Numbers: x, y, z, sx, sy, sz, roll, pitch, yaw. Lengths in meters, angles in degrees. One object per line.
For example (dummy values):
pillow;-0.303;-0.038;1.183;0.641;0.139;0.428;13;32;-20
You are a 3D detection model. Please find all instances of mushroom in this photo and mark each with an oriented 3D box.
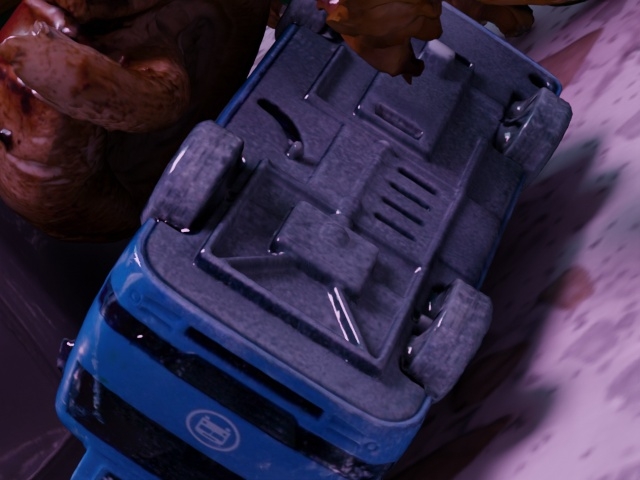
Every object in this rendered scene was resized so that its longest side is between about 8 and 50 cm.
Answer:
mushroom;-0.075;-0.062;0.606;0.170;0.080;0.135;-22;-49;-82

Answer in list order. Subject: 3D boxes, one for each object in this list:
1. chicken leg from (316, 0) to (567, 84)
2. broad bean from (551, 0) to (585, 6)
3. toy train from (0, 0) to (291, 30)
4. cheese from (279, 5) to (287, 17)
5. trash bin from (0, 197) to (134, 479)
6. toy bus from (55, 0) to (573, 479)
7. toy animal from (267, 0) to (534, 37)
chicken leg;0.130;-0.170;0.460;0.409;0.295;0.182;-17;6;44
broad bean;0.196;-0.194;0.866;0.227;0.039;0.069;-44;22;-15
toy train;-0.103;-0.196;0.831;0.429;0.249;0.178;-29;55;16
cheese;0.008;-0.175;1.116;0.137;0.064;0.227;-38;-2;42
trash bin;-0.148;0.026;0.764;0.209;0.182;0.290;-35;9;17
toy bus;0.000;0.000;0.624;0.134;0.113;0.246;-55;4;38
toy animal;0.007;-0.128;0.990;0.116;0.114;0.255;-42;13;-16
